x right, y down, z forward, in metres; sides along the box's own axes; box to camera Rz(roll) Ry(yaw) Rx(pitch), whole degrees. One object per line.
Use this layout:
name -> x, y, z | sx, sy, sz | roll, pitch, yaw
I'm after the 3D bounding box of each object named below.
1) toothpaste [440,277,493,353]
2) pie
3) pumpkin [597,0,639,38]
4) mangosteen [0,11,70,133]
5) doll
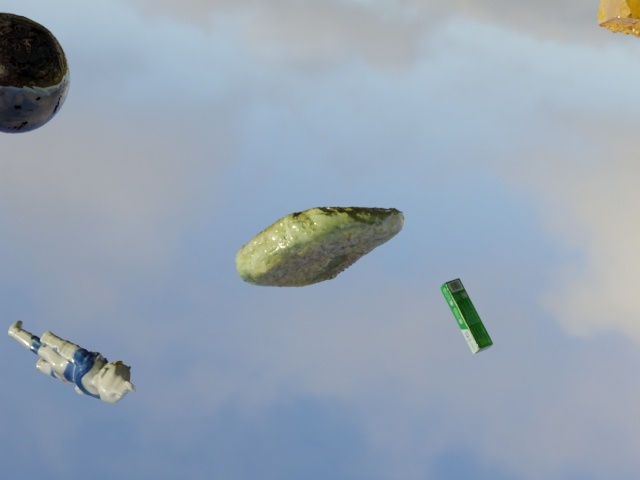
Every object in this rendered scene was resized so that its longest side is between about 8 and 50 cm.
toothpaste -> 0.157, 0.082, 1.444 | 0.020, 0.083, 0.017 | -17, 161, -26
pie -> 0.000, 0.000, 2.091 | 0.277, 0.078, 0.277 | -19, 165, -5
pumpkin -> 0.339, -0.243, 1.407 | 0.074, 0.054, 0.083 | 16, -178, -11
mangosteen -> -0.371, -0.189, 1.565 | 0.152, 0.152, 0.152 | 8, -166, -2
doll -> -0.314, 0.170, 1.765 | 0.227, 0.114, 0.057 | 18, -126, 40
